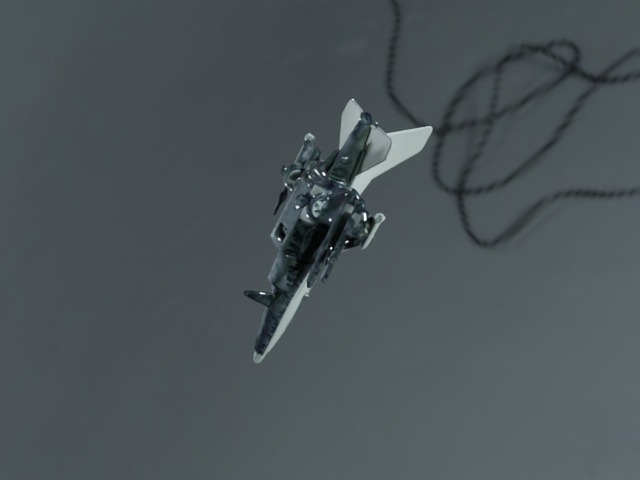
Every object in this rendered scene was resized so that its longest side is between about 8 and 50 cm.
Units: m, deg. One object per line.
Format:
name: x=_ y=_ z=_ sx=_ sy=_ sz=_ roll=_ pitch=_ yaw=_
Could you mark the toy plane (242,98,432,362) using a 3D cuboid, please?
toy plane: x=-0.009 y=-0.011 z=1.374 sx=0.234 sy=0.082 sz=0.160 roll=-53 pitch=33 yaw=10
